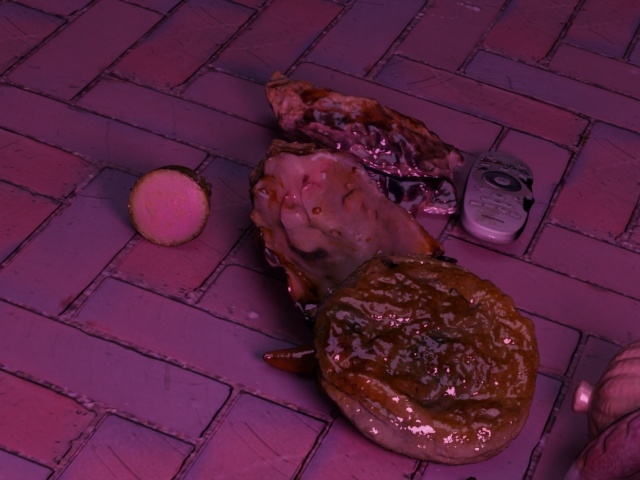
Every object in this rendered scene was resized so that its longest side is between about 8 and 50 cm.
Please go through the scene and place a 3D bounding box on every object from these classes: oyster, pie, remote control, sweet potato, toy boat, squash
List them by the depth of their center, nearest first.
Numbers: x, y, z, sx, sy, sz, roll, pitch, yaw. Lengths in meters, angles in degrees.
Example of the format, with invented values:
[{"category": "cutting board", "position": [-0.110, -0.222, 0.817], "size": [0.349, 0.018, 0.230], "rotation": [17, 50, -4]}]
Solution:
[{"category": "toy boat", "position": [0.358, 0.242, 1.686], "size": [0.155, 0.227, 0.085], "rotation": [51, 28, -10]}, {"category": "pie", "position": [0.124, 0.125, 1.872], "size": [0.277, 0.078, 0.277], "rotation": [7, 57, -11]}, {"category": "sweet potato", "position": [0.022, 0.139, 1.912], "size": [0.179, 0.044, 0.044], "rotation": [7, 34, -6]}, {"category": "oyster", "position": [-0.008, -0.006, 2.066], "size": [0.221, 0.096, 0.361], "rotation": [-11, 41, -35]}, {"category": "squash", "position": [-0.179, -0.062, 2.117], "size": [0.105, 0.105, 0.132], "rotation": [14, 21, 3]}, {"category": "remote control", "position": [0.241, -0.057, 2.267], "size": [0.097, 0.045, 0.256], "rotation": [19, 31, 5]}, {"category": "oyster", "position": [0.071, -0.141, 2.293], "size": [0.271, 0.100, 0.275], "rotation": [11, 26, -29]}]

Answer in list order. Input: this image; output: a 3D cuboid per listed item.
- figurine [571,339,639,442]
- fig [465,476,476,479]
[{"category": "figurine", "position": [0.435, 0.239, 1.810], "size": [0.332, 0.204, 0.185], "rotation": [43, 25, -3]}, {"category": "fig", "position": [0.218, 0.287, 1.688], "size": [0.149, 0.149, 0.245], "rotation": [-15, 30, -34]}]
